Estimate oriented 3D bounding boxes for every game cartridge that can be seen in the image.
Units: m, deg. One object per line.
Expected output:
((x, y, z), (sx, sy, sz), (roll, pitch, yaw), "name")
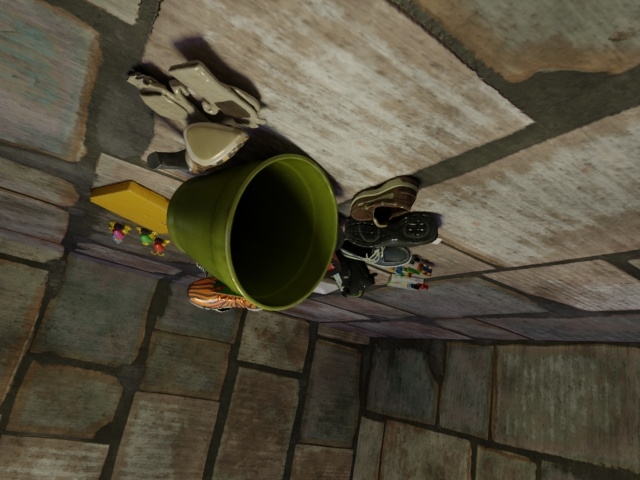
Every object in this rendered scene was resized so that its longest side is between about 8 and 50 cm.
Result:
((-0.625, -0.112, 1.538), (0.286, 0.052, 0.324), (-3, 155, 36), "game cartridge")

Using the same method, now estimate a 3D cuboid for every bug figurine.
((-0.838, -0.008, 1.920), (0.279, 0.072, 0.216), (13, 161, -5), "bug figurine")

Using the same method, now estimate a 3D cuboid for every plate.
((-0.059, 0.209, 2.167), (0.278, 0.045, 0.278), (15, 161, -14), "plate")

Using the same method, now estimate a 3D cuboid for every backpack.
((0.103, 0.106, 1.562), (0.152, 0.181, 0.115), (-22, 171, -24), "backpack")

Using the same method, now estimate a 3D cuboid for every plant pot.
((-0.204, -0.040, 1.097), (0.353, 0.366, 0.366), (10, 165, 39), "plant pot")

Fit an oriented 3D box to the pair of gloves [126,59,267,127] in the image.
((-0.238, -0.276, 0.831), (0.240, 0.042, 0.204), (4, 166, 37), "pair of gloves")

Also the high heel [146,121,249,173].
((-0.230, -0.206, 0.949), (0.261, 0.093, 0.186), (-9, -175, 27), "high heel")

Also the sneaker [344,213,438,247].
((0.211, -0.017, 1.262), (0.287, 0.108, 0.130), (5, 169, 26), "sneaker")

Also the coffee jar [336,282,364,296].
((0.142, 0.200, 1.943), (0.079, 0.096, 0.184), (4, 160, 28), "coffee jar")

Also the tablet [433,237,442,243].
((0.345, -0.003, 1.369), (0.083, 0.006, 0.054), (10, 161, 2), "tablet")

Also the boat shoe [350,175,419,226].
((0.149, -0.082, 1.102), (0.095, 0.095, 0.257), (18, 161, -20), "boat shoe")

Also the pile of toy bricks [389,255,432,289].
((0.308, 0.111, 1.562), (0.212, 0.118, 0.105), (24, 165, -32), "pile of toy bricks")

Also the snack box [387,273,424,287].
((0.372, 0.185, 1.861), (0.141, 0.037, 0.100), (10, 163, 3), "snack box")

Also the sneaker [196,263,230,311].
((-0.423, 0.132, 1.716), (0.130, 0.322, 0.236), (1, 168, -29), "sneaker")

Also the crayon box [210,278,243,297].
((-0.196, 0.039, 1.317), (0.203, 0.318, 0.081), (9, 133, 5), "crayon box")

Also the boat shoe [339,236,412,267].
((0.180, 0.032, 1.438), (0.255, 0.095, 0.079), (14, 175, 19), "boat shoe")

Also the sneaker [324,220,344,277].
((-0.001, 0.000, 1.403), (0.116, 0.136, 0.313), (-14, 146, -11), "sneaker")

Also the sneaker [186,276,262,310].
((-0.303, 0.182, 1.523), (0.321, 0.124, 0.180), (7, 162, -29), "sneaker")
